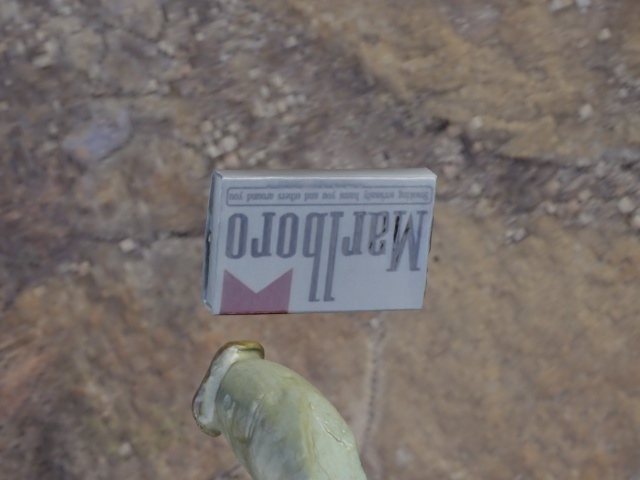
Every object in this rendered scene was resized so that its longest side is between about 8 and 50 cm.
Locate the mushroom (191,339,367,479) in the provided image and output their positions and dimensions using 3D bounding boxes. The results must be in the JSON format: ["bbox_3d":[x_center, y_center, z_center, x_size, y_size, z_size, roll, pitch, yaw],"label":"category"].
[{"bbox_3d":[-0.024,0.190,1.619,0.333,0.087,0.107,37,104,58],"label":"mushroom"}]

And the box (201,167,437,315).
[{"bbox_3d":[0.000,0.000,1.361,0.036,0.177,0.115,-130,43,-62],"label":"box"}]
